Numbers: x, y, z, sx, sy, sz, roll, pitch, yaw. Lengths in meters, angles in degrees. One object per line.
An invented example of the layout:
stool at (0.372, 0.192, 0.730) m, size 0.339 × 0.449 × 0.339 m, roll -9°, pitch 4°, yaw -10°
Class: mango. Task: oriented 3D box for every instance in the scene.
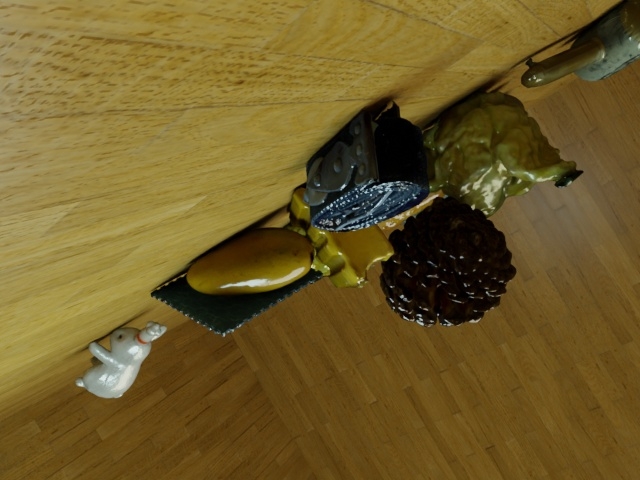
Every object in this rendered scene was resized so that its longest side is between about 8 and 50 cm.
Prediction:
mango at (-0.137, 0.043, 1.268) m, size 0.254 × 0.113 × 0.138 m, roll -14°, pitch -139°, yaw -4°

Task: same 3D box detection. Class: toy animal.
toy animal at (-0.521, 0.286, 1.707) m, size 0.282 × 0.138 × 0.140 m, roll -56°, pitch 180°, yaw 15°

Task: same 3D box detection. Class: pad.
pad at (-0.174, 0.090, 1.327) m, size 0.270 × 0.012 × 0.269 m, roll 18°, pitch -143°, yaw 42°

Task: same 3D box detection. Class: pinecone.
pinecone at (0.230, 0.062, 1.248) m, size 0.246 × 0.246 × 0.292 m, roll -30°, pitch 168°, yaw -25°

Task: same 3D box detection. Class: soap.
soap at (0.030, -0.012, 1.260) m, size 0.096 × 0.204 × 0.324 m, roll -34°, pitch 179°, yaw -7°

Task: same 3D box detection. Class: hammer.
hammer at (0.511, -0.362, 1.277) m, size 0.306 × 0.113 × 0.202 m, roll -25°, pitch 173°, yaw -19°

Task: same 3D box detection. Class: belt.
belt at (0.058, -0.097, 0.881) m, size 0.122 × 0.128 × 0.218 m, roll 4°, pitch 161°, yaw -28°

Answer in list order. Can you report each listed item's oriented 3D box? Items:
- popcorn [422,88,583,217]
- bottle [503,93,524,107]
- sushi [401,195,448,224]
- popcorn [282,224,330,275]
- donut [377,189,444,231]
popcorn at (0.324, -0.166, 1.298) m, size 0.293 × 0.237 × 0.293 m, roll -33°, pitch -178°, yaw 2°
bottle at (0.419, -0.226, 1.530) m, size 0.110 × 0.110 × 0.233 m, roll -31°, pitch 143°, yaw -12°
sushi at (0.331, -0.165, 1.976) m, size 0.171 × 0.210 × 0.350 m, roll -35°, pitch -174°, yaw -32°
popcorn at (0.000, 0.000, 1.701) m, size 0.226 × 0.173 × 0.286 m, roll -16°, pitch -171°, yaw 1°
donut at (0.225, -0.142, 1.634) m, size 0.317 × 0.150 × 0.299 m, roll -31°, pitch 178°, yaw -23°
